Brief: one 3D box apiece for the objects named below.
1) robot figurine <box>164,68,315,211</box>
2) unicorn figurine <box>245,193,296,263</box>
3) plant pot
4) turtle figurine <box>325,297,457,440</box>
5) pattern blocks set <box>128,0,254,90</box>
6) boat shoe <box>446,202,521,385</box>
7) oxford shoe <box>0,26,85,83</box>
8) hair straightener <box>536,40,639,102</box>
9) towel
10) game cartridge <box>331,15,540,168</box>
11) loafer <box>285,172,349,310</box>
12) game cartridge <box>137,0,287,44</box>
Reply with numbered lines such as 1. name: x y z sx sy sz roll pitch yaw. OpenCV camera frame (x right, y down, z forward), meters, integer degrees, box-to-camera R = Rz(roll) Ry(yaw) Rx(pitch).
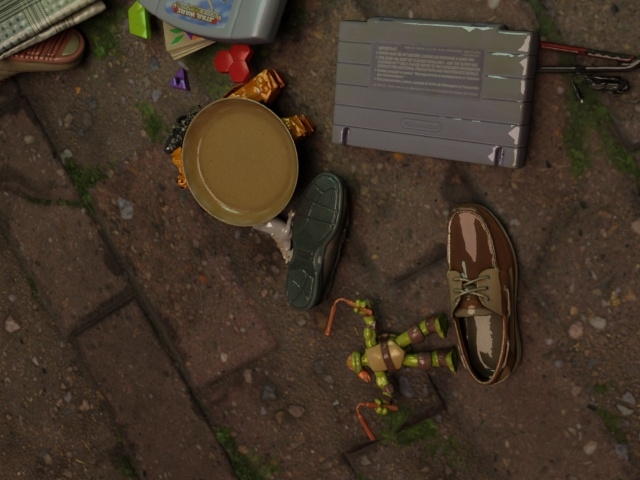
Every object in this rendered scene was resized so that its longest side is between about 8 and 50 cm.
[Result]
1. robot figurine: -0.160 -0.183 1.699 0.291 0.085 0.211 -33 86 26
2. unicorn figurine: -0.080 -0.025 1.708 0.162 0.060 0.111 33 122 2
3. plant pot: -0.144 -0.144 1.636 0.236 0.032 0.236 6 106 20
4. turtle figurine: 0.138 0.221 1.647 0.217 0.087 0.269 -14 86 19
5. pattern blocks set: -0.239 -0.442 1.680 0.286 0.026 0.324 -1 88 26
6. boat shoe: 0.278 0.096 1.538 0.123 0.116 0.324 -11 96 26
7. oxford shoe: -0.667 -0.400 1.884 0.397 0.140 0.146 11 146 14
8. hair straightener: 0.434 -0.264 1.436 0.231 0.047 0.089 12 106 18
9. towel: -0.587 -0.545 1.776 0.324 0.056 0.312 -28 81 4
10. game cartridge: 0.187 -0.258 1.522 0.355 0.068 0.230 12 102 30
11. loafer: 0.000 0.000 1.674 0.096 0.084 0.267 23 107 30
12. game cartridge: -0.193 -0.464 1.616 0.297 0.062 0.198 21 93 25
